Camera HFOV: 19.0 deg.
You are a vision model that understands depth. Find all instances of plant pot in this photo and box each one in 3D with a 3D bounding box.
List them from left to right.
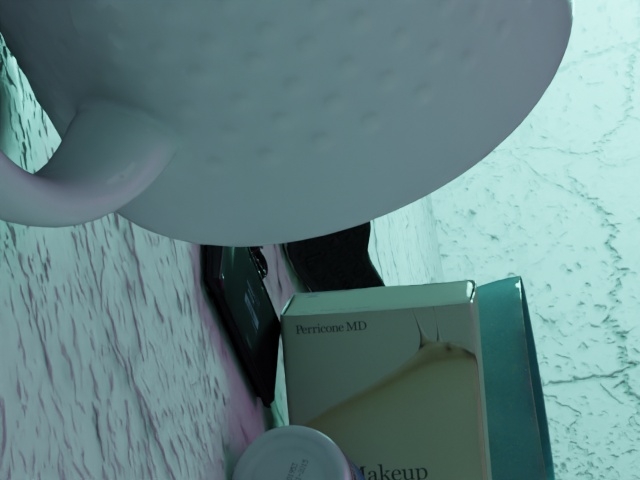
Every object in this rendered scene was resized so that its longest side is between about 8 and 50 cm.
[{"bbox_3d":[0.145,0.195,2.091,0.290,0.195,0.290,-8,90,-82],"label":"plant pot"}]

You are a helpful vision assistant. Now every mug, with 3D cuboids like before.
[{"bbox_3d":[-0.073,-0.172,0.861,0.374,0.276,0.328,-56,141,-31],"label":"mug"}]

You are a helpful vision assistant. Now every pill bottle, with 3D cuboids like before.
[{"bbox_3d":[-0.009,0.192,1.406,0.160,0.087,0.087,58,25,-71],"label":"pill bottle"}]

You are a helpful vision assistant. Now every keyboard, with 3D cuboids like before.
[{"bbox_3d":[-0.060,0.040,1.453,0.180,0.023,0.108,72,19,-53],"label":"keyboard"}]

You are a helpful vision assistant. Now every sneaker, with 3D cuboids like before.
[{"bbox_3d":[0.000,0.000,1.803,0.097,0.084,0.235,57,-11,39],"label":"sneaker"}]

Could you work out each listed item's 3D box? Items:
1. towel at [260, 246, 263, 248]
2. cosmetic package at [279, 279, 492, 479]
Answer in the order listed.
[{"bbox_3d":[-0.056,-0.037,1.598,0.083,0.009,0.060,-89,167,-53],"label":"towel"},{"bbox_3d":[0.061,0.196,1.562,0.113,0.160,0.309,-58,142,-79],"label":"cosmetic package"}]
